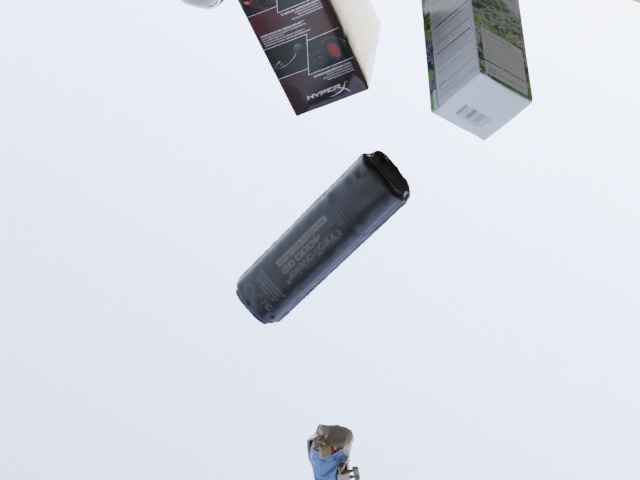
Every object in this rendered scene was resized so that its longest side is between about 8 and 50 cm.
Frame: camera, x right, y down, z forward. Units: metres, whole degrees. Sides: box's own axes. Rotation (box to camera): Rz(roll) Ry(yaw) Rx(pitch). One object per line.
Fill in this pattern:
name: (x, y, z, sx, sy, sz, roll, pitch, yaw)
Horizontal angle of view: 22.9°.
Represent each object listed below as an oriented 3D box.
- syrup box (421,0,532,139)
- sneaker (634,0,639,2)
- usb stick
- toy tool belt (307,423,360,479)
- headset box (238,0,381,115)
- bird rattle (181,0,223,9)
syrup box: (0.199, -0.258, 2.042, 0.093, 0.096, 0.237, 25, -136, -30)
sneaker: (0.352, -0.278, 1.603, 0.295, 0.109, 0.123, 35, -169, -1)
usb stick: (0.000, 0.000, 1.874, 0.077, 0.278, 0.045, 49, -147, 4)
toy tool belt: (0.011, 0.230, 1.592, 0.052, 0.083, 0.051, 0, -150, 16)
headset box: (-0.034, -0.344, 2.033, 0.110, 0.293, 0.218, -19, -154, 17)
bird rattle: (-0.079, -0.273, 1.211, 0.143, 0.253, 0.207, 20, -121, -5)
